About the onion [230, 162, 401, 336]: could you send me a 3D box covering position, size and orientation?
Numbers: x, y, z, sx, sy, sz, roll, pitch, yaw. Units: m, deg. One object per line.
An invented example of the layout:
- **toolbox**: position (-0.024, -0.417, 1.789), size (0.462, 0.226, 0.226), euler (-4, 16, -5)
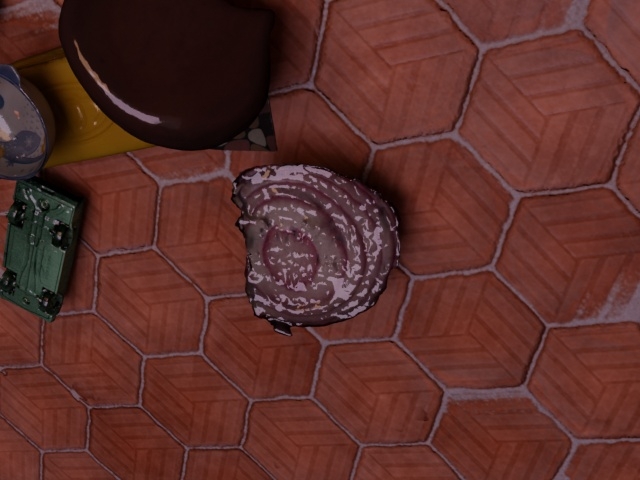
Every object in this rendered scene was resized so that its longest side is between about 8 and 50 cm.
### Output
- **onion**: position (0.000, 0.000, 1.614), size (0.280, 0.146, 0.314), euler (1, 113, 7)

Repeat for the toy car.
- **toy car**: position (-0.553, 0.017, 1.875), size (0.141, 0.097, 0.320), euler (26, 126, 6)

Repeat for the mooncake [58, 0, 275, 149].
- **mooncake**: position (-0.235, -0.309, 1.446), size (0.326, 0.174, 0.333), euler (6, 84, -6)

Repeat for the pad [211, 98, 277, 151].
- **pad**: position (-0.163, -0.259, 1.595), size (0.158, 0.003, 0.235), euler (4, 122, 21)

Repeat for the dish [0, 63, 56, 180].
- **dish**: position (-0.538, -0.221, 1.607), size (0.236, 0.086, 0.228), euler (-33, 103, 36)

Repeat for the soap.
- **soap**: position (-0.419, -0.245, 1.655), size (0.324, 0.096, 0.204), euler (-8, 117, 27)
